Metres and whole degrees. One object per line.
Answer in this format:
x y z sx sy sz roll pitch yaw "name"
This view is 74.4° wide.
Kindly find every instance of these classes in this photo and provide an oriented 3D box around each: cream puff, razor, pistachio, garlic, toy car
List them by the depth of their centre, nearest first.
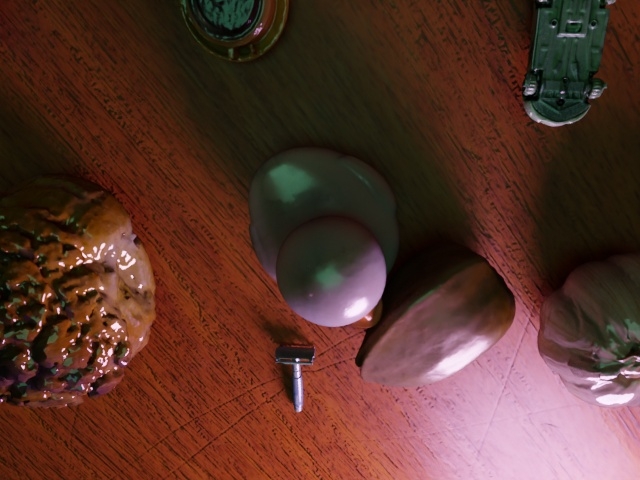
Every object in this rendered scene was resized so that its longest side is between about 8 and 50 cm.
0.291 -0.233 0.511 0.093 0.058 0.186 5 99 5 "toy car"
0.419 0.133 0.583 0.227 0.152 0.228 0 106 0 "garlic"
0.142 0.118 0.592 0.212 0.163 0.261 20 118 -44 "pistachio"
-0.409 0.083 0.611 0.326 0.231 0.343 31 110 -2 "cream puff"
-0.041 0.247 0.736 0.068 0.040 0.135 1 115 6 "razor"

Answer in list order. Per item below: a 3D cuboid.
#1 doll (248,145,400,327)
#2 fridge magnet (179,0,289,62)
0.000 0.000 0.541 0.221 0.221 0.251 -31 93 16 "doll"
-0.110 -0.299 0.526 0.142 0.063 0.143 3 113 7 "fridge magnet"
